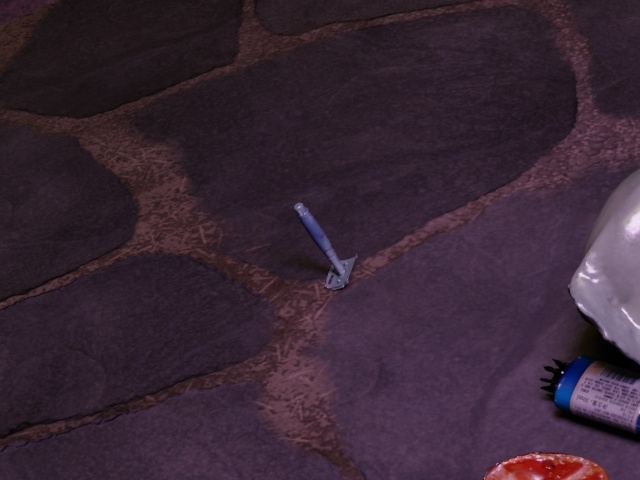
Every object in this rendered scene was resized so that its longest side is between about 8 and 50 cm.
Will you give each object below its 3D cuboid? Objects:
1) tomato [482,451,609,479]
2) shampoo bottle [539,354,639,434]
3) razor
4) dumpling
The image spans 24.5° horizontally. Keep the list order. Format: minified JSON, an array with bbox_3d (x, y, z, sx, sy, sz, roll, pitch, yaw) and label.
[{"bbox_3d":[0.253,0.309,1.642,0.156,0.069,0.155,-9,32,6],"label":"tomato"},{"bbox_3d":[0.354,0.186,1.790,0.183,0.050,0.087,15,48,35],"label":"shampoo bottle"},{"bbox_3d":[0.000,0.000,2.109,0.040,0.135,0.068,-19,30,28],"label":"razor"},{"bbox_3d":[0.446,0.028,1.866,0.320,0.270,0.212,-52,21,-10],"label":"dumpling"}]
